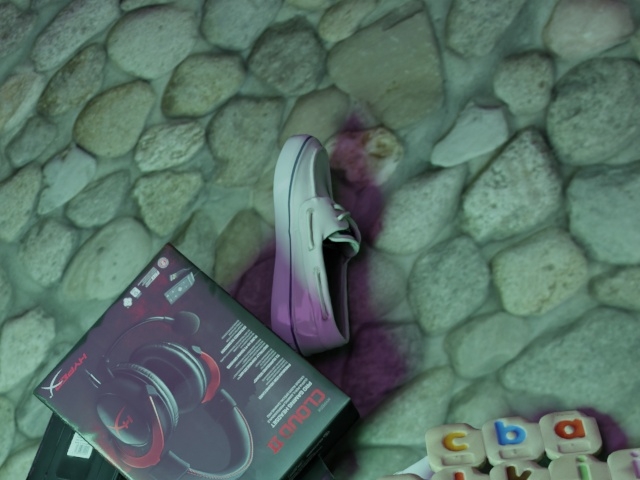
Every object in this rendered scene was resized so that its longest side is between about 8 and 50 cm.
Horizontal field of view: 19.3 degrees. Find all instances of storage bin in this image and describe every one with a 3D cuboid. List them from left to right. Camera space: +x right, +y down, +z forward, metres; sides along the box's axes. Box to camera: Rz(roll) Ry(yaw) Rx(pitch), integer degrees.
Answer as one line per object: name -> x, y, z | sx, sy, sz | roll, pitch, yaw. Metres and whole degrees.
storage bin -> -0.240, 0.237, 2.098 | 0.122, 0.084, 0.180 | 4, 63, 34

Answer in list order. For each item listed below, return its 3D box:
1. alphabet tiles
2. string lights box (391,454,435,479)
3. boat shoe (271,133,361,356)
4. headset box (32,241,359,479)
alphabet tiles -> 0.192, 0.256, 1.755 | 0.284, 0.021, 0.278 | -7, 32, 1
string lights box -> 0.107, 0.349, 1.812 | 0.133, 0.077, 0.259 | -30, 50, 12
boat shoe -> 0.000, 0.000, 2.094 | 0.088, 0.096, 0.267 | -9, 58, 23
headset box -> -0.117, 0.182, 1.975 | 0.293, 0.110, 0.218 | 40, 83, 15
